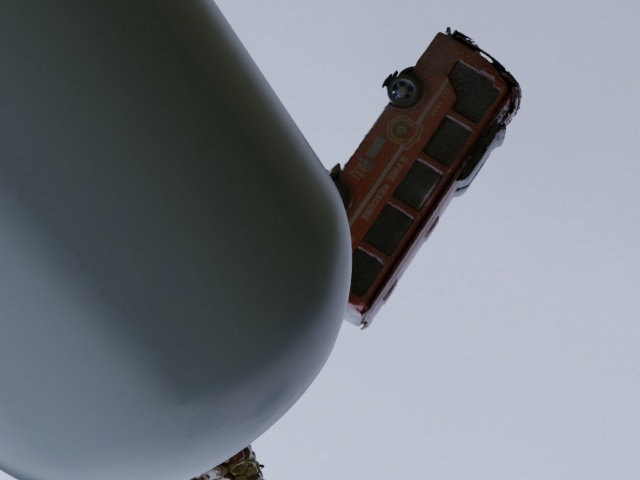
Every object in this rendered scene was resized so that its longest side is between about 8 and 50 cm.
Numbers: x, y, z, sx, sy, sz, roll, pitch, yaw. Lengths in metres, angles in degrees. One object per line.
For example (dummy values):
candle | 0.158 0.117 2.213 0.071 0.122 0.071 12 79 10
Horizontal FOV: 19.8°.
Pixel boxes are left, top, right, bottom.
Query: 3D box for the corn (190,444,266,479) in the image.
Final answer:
corn | -0.091 0.215 1.564 0.098 0.098 0.289 -39 -70 -55

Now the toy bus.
toy bus | 0.061 -0.049 1.388 0.096 0.073 0.235 34 -105 10

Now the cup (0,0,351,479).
cup | -0.132 -0.050 0.762 0.312 0.205 0.205 55 -155 -26

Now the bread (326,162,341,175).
bread | 0.002 -0.004 1.983 0.084 0.074 0.139 38 -116 -12
